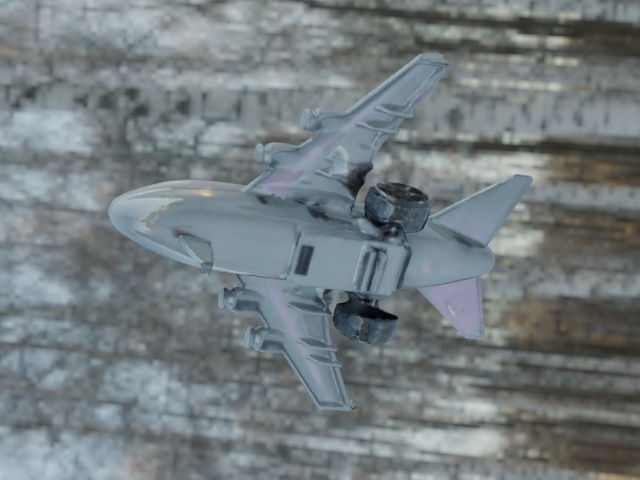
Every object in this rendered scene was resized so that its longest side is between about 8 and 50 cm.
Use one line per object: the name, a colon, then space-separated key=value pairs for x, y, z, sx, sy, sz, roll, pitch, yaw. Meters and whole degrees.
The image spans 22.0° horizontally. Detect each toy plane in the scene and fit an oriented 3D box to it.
toy plane: x=0.000 y=0.000 z=0.664 sx=0.065 sy=0.171 sz=0.162 roll=47 pitch=128 yaw=54
